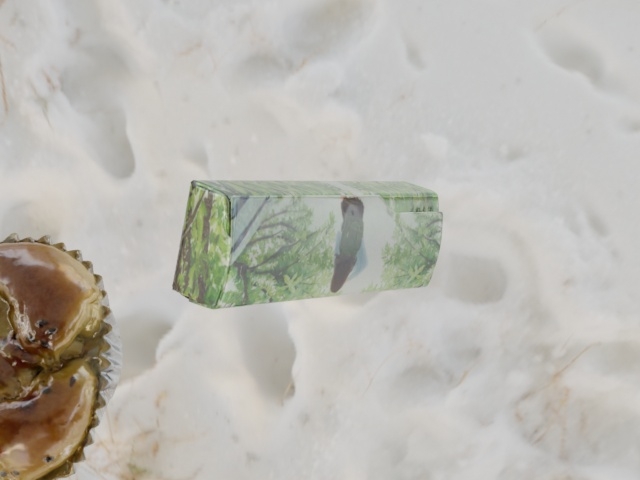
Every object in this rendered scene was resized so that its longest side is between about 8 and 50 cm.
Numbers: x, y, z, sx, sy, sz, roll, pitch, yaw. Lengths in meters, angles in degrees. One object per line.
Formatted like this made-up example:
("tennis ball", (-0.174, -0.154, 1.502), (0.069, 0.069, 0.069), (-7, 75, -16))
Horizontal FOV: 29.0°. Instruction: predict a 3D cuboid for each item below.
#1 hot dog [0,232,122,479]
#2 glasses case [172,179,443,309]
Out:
("hot dog", (-0.217, 0.084, 0.631), (0.253, 0.069, 0.131), (-20, 74, 8))
("glasses case", (0.000, 0.000, 1.046), (0.062, 0.272, 0.095), (22, 107, 38))
